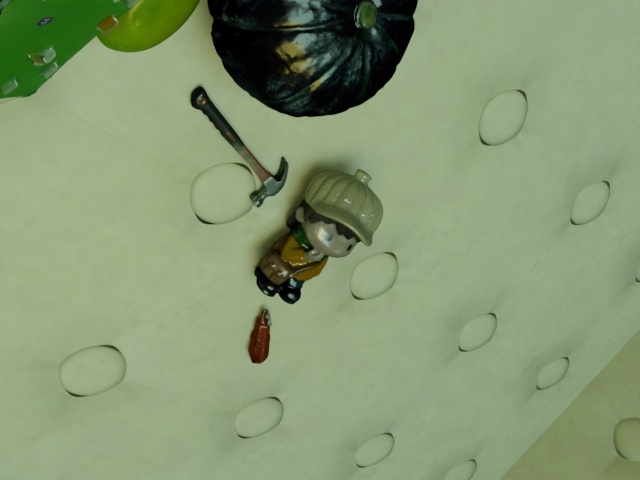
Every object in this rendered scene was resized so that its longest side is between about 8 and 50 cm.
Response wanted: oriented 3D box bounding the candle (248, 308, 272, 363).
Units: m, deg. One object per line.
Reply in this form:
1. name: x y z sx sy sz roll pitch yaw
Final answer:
1. candle: -0.143 0.231 1.610 0.053 0.048 0.162 3 121 -11

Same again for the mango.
1. mango: -0.259 -0.427 1.030 0.185 0.149 0.273 -10 131 -35

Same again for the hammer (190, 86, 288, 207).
1. hammer: -0.162 -0.188 1.323 0.111 0.033 0.287 -40 131 1

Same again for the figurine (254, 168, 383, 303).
1. figurine: -0.011 -0.018 1.462 0.185 0.204 0.332 21 137 -39

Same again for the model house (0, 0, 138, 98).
1. model house: -0.465 -0.389 0.922 0.358 0.313 0.242 -28 -178 31

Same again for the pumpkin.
1. pumpkin: -0.012 -0.386 1.105 0.363 0.266 0.363 -20 126 -30
